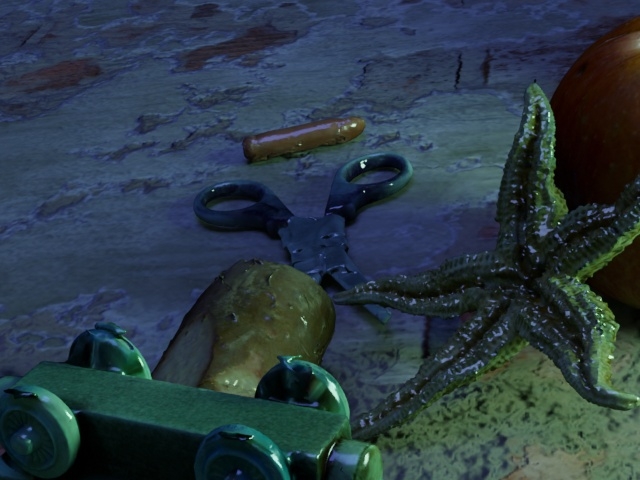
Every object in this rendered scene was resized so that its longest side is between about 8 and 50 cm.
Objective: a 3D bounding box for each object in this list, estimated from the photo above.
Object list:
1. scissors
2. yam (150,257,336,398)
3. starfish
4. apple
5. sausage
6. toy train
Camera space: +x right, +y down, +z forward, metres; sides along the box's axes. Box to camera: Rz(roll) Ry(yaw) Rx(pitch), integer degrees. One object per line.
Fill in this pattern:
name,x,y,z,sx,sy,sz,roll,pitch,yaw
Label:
scissors,0.000,0.000,1.354,0.256,0.029,0.383,-11,26,-3
yam,-0.069,0.115,1.057,0.129,0.128,0.238,15,36,12
starfish,0.153,0.022,1.057,0.358,0.078,0.347,-4,61,52
apple,0.283,-0.064,1.136,0.163,0.251,0.293,-12,27,-21
sausage,-0.019,-0.128,1.599,0.158,0.036,0.042,-13,39,-6
toy train,-0.097,0.175,0.894,0.298,0.194,0.120,7,25,25
